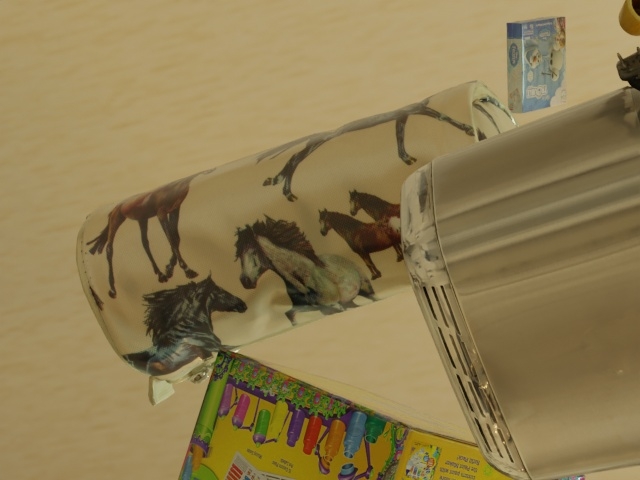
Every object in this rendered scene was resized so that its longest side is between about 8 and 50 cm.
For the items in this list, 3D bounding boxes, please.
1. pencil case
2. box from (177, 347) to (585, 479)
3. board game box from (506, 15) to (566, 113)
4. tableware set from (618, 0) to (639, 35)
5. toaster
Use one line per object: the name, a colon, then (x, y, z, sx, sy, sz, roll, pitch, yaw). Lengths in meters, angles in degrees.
pencil case: (0.000, 0.000, 1.449, 0.160, 0.410, 0.184, -54, 124, -68)
box: (0.014, 0.262, 1.296, 0.177, 0.290, 0.279, 19, 88, -33)
board game box: (0.217, -0.176, 1.654, 0.090, 0.020, 0.090, -17, 110, -51)
tableware set: (0.123, -0.167, 0.805, 0.154, 0.104, 0.024, 54, -20, 8)
toaster: (0.133, 0.023, 0.859, 0.129, 0.146, 0.227, -89, 158, -58)
